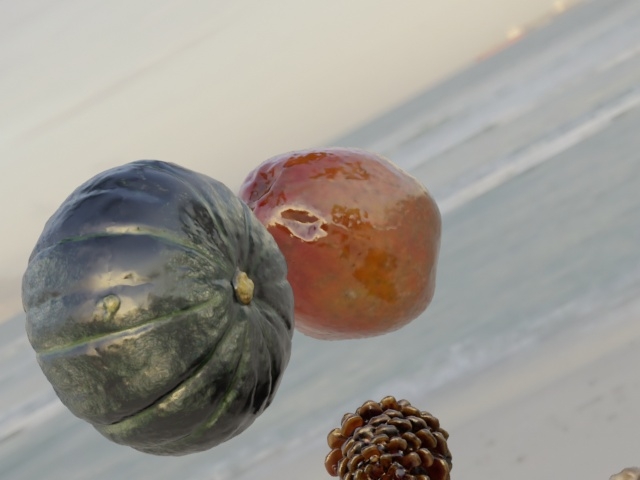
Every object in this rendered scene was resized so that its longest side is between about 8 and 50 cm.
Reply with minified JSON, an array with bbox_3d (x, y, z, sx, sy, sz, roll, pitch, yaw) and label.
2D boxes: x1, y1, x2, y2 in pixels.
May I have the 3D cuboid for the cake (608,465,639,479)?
[{"bbox_3d":[0.365,0.313,1.607,0.290,0.282,0.256,4,-52,-55],"label":"cake"}]

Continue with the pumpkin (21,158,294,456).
[{"bbox_3d":[-0.116,0.049,1.331,0.161,0.221,0.220,-14,11,34],"label":"pumpkin"}]

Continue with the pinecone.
[{"bbox_3d":[0.051,0.167,1.366,0.102,0.102,0.109,-28,-8,6],"label":"pinecone"}]

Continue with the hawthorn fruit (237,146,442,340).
[{"bbox_3d":[0.000,0.000,1.865,0.210,0.211,0.262,-27,-24,38],"label":"hawthorn fruit"}]
